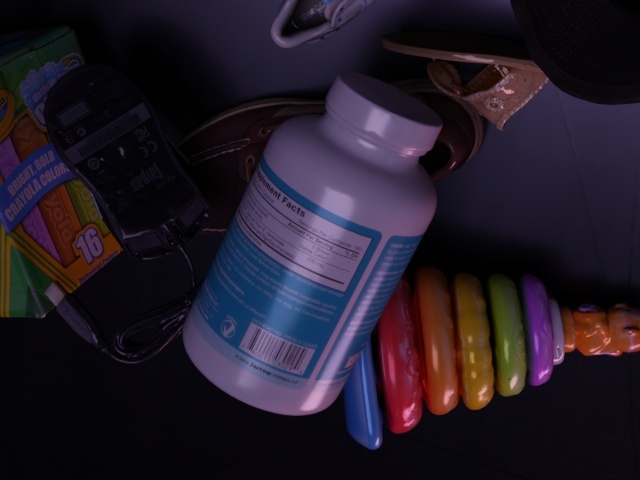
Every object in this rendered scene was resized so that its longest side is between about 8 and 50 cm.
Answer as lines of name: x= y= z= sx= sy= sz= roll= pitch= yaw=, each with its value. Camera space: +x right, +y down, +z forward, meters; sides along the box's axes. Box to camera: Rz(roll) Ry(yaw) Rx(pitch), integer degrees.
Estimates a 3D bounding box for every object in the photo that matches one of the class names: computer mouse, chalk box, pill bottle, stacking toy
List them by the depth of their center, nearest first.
pill bottle: x=0.000 y=0.000 z=0.946 sx=0.146 sy=0.146 sz=0.264 roll=28 pitch=110 yaw=2
computer mouse: x=-0.186 y=-0.018 z=1.063 sx=0.184 sy=0.060 sz=0.262 roll=-38 pitch=89 yaw=-3
stacking toy: x=0.167 y=0.090 z=1.093 sx=0.302 sy=0.175 sz=0.165 roll=-6 pitch=92 yaw=4
chalk box: x=-0.323 y=-0.092 z=1.103 sx=0.180 sy=0.179 sz=0.289 roll=-3 pitch=118 yaw=32

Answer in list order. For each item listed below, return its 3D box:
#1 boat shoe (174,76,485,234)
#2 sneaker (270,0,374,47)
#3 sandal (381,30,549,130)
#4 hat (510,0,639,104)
boat shoe: x=-0.021 y=-0.061 z=1.074 sx=0.342 sy=0.123 sz=0.123 roll=-9 pitch=114 yaw=21
sneaker: x=0.030 y=-0.224 z=0.998 sx=0.071 sy=0.083 sz=0.191 roll=46 pitch=119 yaw=-7
sandal: x=0.170 y=-0.131 z=1.000 sx=0.240 sy=0.088 sz=0.079 roll=3 pitch=112 yaw=10
hat: x=0.299 y=-0.242 z=0.861 sx=0.134 sy=0.331 sz=0.331 roll=12 pitch=133 yaw=-42
